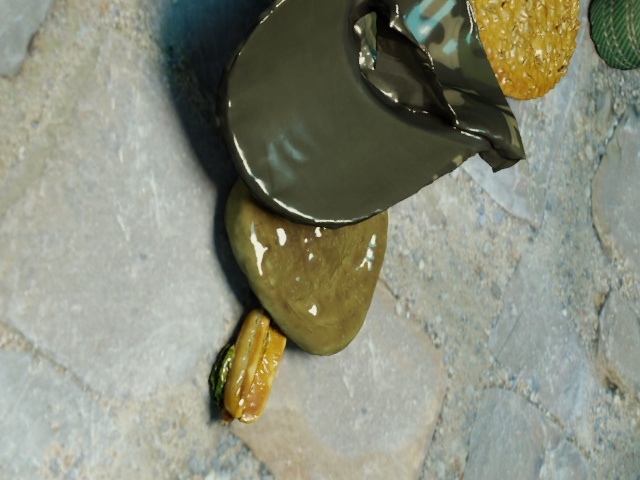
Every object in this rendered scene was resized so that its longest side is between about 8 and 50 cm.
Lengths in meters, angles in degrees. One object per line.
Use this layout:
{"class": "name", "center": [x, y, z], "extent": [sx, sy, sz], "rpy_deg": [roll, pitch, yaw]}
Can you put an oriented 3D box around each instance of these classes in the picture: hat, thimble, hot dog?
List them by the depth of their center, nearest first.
{"class": "hot dog", "center": [-0.071, 0.121, 1.813], "extent": [0.056, 0.041, 0.133], "rpy_deg": [47, 46, -35]}
{"class": "hat", "center": [0.035, -0.195, 1.877], "extent": [0.382, 0.257, 0.366], "rpy_deg": [-22, 115, -19]}
{"class": "thimble", "center": [0.401, -0.271, 2.335], "extent": [0.135, 0.090, 0.118], "rpy_deg": [-5, 93, -51]}

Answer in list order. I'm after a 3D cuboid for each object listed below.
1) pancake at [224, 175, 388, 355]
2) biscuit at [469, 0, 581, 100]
{"class": "pancake", "center": [0.000, 0.000, 1.878], "extent": [0.242, 0.050, 0.241], "rpy_deg": [13, 73, -49]}
{"class": "biscuit", "center": [0.226, -0.284, 2.180], "extent": [0.254, 0.035, 0.253], "rpy_deg": [5, 84, -48]}
